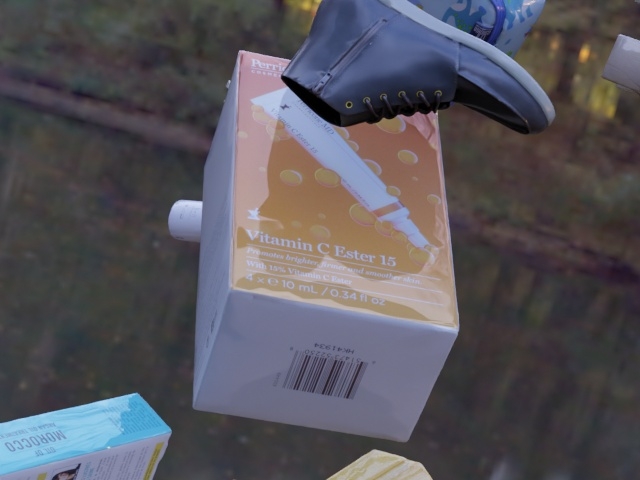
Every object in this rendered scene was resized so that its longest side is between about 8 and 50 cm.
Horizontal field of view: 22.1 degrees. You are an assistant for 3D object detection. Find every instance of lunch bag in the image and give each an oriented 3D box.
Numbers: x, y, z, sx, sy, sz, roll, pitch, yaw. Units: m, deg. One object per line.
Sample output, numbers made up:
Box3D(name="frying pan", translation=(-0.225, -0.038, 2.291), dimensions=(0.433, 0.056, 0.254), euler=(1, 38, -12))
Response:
Box3D(name="lunch bag", translation=(0.104, -0.249, 1.579), dimensions=(0.090, 0.176, 0.219), euler=(-29, 74, -33))

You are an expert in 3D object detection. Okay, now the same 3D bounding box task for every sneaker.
Box3D(name="sneaker", translation=(0.082, -0.124, 1.396), dimensions=(0.222, 0.118, 0.083), euler=(30, -12, 6))

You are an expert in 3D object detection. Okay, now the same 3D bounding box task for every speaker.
Box3D(name="speaker", translation=(-0.128, -0.022, 2.113), dimensions=(0.136, 0.055, 0.055), euler=(5, 1, 34))

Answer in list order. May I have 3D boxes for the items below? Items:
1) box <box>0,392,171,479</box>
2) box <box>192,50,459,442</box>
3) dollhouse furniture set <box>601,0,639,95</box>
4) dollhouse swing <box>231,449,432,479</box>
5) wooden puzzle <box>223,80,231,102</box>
Box3D(name="box", translation=(-0.251, 0.208, 1.421), dimensions=(0.244, 0.100, 0.060), euler=(-9, 40, -44))
Box3D(name="box", translation=(0.000, 0.000, 1.600), dimensions=(0.215, 0.168, 0.345), euler=(10, 43, -11))
Box3D(name="dollhouse furniture set", translation=(0.409, -0.202, 1.513), dimensions=(0.161, 0.242, 0.212), euler=(25, 4, 31))
Box3D(name="dollhouse swing", translation=(0.046, 0.378, 1.679), dimensions=(0.347, 0.305, 0.315), euler=(55, -9, 15))
Box3D(name="wooden puzzle", translation=(-0.086, -0.169, 2.052), dimensions=(0.083, 0.049, 0.006), euler=(51, -10, -2))
